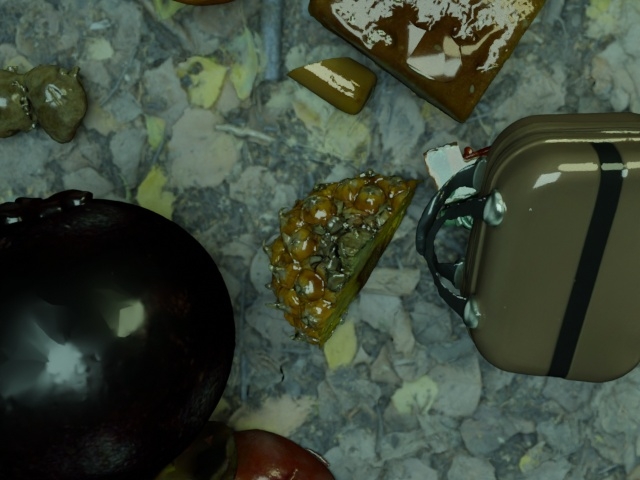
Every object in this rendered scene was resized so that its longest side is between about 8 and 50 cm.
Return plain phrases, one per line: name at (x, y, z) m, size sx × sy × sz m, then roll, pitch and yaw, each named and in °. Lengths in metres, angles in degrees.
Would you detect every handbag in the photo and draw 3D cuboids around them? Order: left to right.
handbag at (0.247, 0.008, 1.099) m, size 0.283 × 0.149 × 0.302 m, roll 5°, pitch 122°, yaw -4°

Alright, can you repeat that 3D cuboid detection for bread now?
bread at (0.017, -0.202, 1.214) m, size 0.103 × 0.049 × 0.062 m, roll 33°, pitch 99°, yaw 1°
bread at (0.123, -0.276, 1.161) m, size 0.234 × 0.110 × 0.184 m, roll 35°, pitch 99°, yaw 3°

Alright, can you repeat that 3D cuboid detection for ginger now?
ginger at (-0.399, -0.169, 1.257) m, size 0.204 × 0.080 × 0.104 m, roll -4°, pitch 101°, yaw 6°

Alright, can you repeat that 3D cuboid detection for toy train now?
toy train at (0.220, -0.078, 1.193) m, size 0.176 × 0.074 × 0.118 m, roll -19°, pitch 90°, yaw 11°

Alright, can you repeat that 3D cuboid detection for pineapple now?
pineapple at (-0.003, 0.005, 1.189) m, size 0.140 × 0.164 × 0.250 m, roll 33°, pitch 103°, yaw 10°

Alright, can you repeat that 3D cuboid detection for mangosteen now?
mangosteen at (-0.277, 0.161, 1.142) m, size 0.382 × 0.382 × 0.435 m, roll -9°, pitch 104°, yaw 8°

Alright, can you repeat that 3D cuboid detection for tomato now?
tomato at (-0.084, 0.361, 1.277) m, size 0.225 × 0.085 × 0.225 m, roll 1°, pitch 98°, yaw 10°

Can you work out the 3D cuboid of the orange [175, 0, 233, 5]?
orange at (-0.133, -0.392, 1.119) m, size 0.246 × 0.246 × 0.246 m, roll 1°, pitch 97°, yaw 7°
